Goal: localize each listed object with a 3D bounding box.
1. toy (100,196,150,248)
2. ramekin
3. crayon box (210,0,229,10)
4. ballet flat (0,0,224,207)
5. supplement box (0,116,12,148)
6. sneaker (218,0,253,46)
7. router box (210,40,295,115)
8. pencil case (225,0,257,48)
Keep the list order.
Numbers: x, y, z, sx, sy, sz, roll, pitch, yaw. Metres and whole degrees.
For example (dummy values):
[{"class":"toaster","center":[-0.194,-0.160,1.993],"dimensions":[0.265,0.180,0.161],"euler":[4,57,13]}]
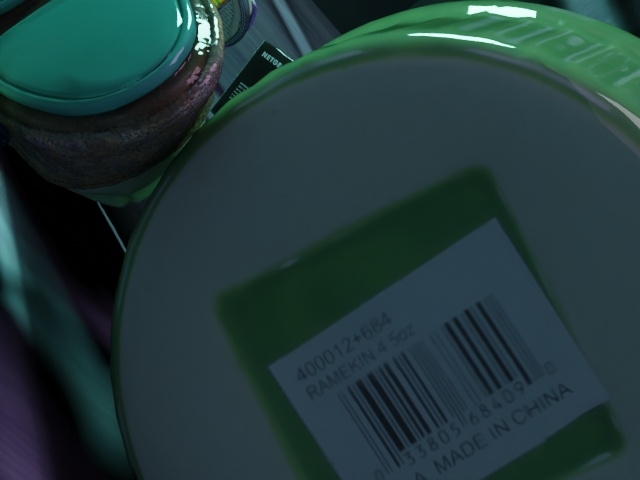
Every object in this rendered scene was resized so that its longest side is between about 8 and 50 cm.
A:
[{"class":"toy","center":[-0.112,-0.066,1.098],"dimensions":[0.237,0.056,0.137],"euler":[52,-16,33]},{"class":"ramekin","center":[0.057,0.046,0.862],"dimensions":[0.303,0.303,0.148],"euler":[53,15,5]},{"class":"crayon box","center":[-0.189,-0.286,1.493],"dimensions":[0.318,0.081,0.202],"euler":[50,29,-8]},{"class":"ballet flat","center":[-0.112,-0.076,0.927],"dimensions":[0.316,0.107,0.106],"euler":[37,-21,56]},{"class":"supplement box","center":[-0.184,-0.070,0.820],"dimensions":[0.083,0.056,0.083],"euler":[57,9,33]},{"class":"sneaker","center":[-0.171,-0.249,1.666],"dimensions":[0.283,0.110,0.122],"euler":[42,23,-23]},{"class":"router box","center":[0.082,-0.021,1.682],"dimensions":[0.309,0.081,0.243],"euler":[38,1,30]},{"class":"pencil case","center":[-0.144,-0.274,1.940],"dimensions":[0.088,0.086,0.206],"euler":[-11,55,-43]}]
